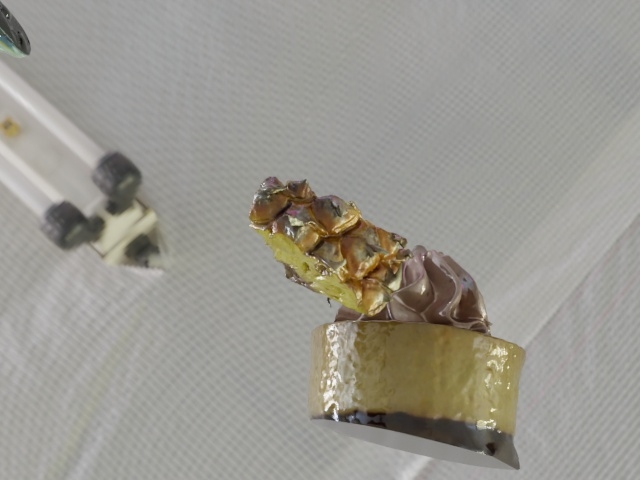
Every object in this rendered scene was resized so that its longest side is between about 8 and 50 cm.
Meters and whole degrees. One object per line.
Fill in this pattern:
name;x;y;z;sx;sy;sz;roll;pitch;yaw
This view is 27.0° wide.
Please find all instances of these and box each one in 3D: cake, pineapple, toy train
cake;0.095;0.098;1.185;0.207;0.185;0.178;17;-103;-2
pineapple;0.000;0.000;1.063;0.137;0.116;0.069;38;-111;-12
toy train;-0.375;-0.253;1.373;0.051;0.234;0.052;-18;-119;11
